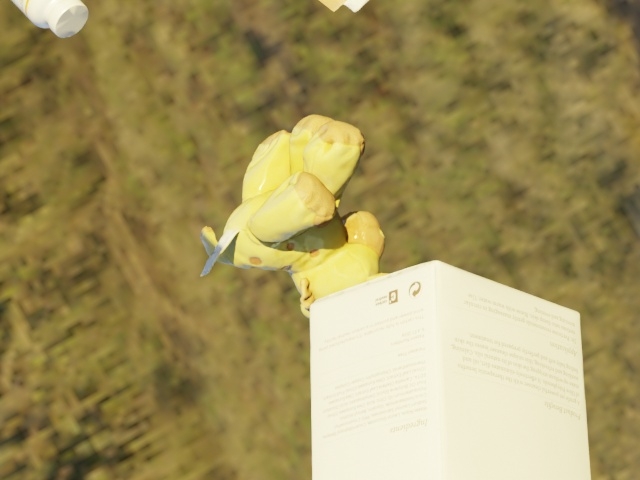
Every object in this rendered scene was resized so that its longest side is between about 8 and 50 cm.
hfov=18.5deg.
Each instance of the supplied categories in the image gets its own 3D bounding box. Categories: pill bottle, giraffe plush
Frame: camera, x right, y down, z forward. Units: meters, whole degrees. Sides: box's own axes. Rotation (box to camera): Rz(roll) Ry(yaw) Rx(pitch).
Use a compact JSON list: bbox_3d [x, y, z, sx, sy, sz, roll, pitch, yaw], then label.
[{"bbox_3d":[-0.208,-0.187,1.459,0.083,0.043,0.043,46,164,26],"label":"pill bottle"},{"bbox_3d":[0.000,0.000,1.989,0.170,0.210,0.181,40,172,-22],"label":"giraffe plush"}]

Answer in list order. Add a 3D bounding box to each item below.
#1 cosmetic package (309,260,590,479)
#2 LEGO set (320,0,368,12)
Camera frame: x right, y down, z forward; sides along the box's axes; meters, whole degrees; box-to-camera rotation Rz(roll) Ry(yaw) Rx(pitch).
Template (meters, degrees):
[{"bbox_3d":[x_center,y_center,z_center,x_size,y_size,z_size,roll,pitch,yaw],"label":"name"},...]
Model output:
[{"bbox_3d":[0.109,0.223,1.592,0.197,0.155,0.365,21,-119,-41],"label":"cosmetic package"},{"bbox_3d":[0.088,-0.279,1.596,0.107,0.287,0.132,17,-109,-51],"label":"LEGO set"}]
